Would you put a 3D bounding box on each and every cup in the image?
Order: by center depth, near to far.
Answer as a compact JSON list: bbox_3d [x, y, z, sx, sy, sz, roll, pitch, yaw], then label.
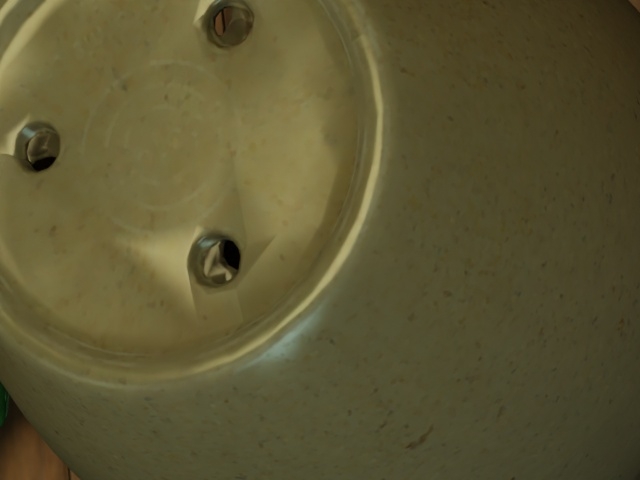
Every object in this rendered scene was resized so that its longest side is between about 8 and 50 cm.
[{"bbox_3d":[-0.017,-0.014,0.581,0.331,0.237,0.331,-3,81,20],"label":"cup"}]

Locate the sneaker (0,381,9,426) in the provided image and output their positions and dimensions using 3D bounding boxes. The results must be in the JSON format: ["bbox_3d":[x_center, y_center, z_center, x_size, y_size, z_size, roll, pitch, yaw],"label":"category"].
[{"bbox_3d":[-0.195,0.039,0.771,0.123,0.109,0.295,39,117,46],"label":"sneaker"}]

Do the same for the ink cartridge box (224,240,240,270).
[{"bbox_3d":[0.000,0.000,0.746,0.193,0.088,0.234,44,98,22],"label":"ink cartridge box"}]
